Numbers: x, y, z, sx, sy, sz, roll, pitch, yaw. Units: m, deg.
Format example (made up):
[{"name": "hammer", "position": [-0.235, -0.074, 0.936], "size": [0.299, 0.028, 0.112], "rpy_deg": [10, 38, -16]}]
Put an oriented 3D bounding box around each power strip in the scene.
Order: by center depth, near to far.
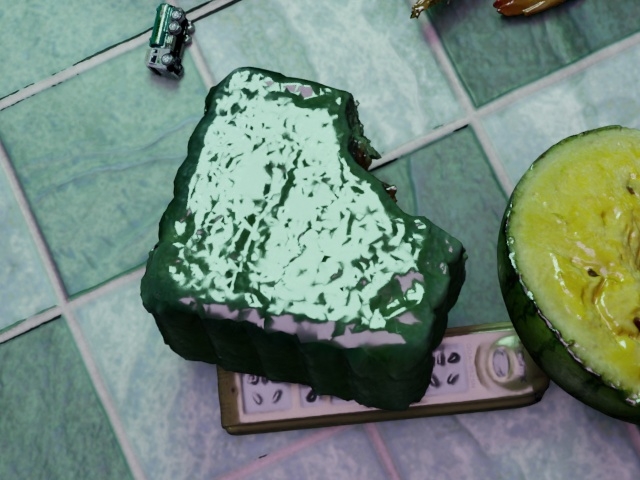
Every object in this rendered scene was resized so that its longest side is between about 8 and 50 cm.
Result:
[{"name": "power strip", "position": [0.083, 0.144, 1.745], "size": [0.387, 0.066, 0.092], "rpy_deg": [-6, 79, 3]}]

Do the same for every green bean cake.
[{"name": "green bean cake", "position": [0.000, 0.000, 1.701], "size": [0.307, 0.169, 0.300], "rpy_deg": [14, 66, 13]}]

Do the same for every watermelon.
[{"name": "watermelon", "position": [0.317, 0.066, 1.672], "size": [0.330, 0.189, 0.331], "rpy_deg": [6, 55, -8]}]

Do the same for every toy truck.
[{"name": "toy truck", "position": [-0.173, -0.226, 1.863], "size": [0.044, 0.039, 0.083], "rpy_deg": [6, 76, 23]}]

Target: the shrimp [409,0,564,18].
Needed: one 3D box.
[{"name": "shrimp", "position": [0.206, -0.313, 1.842], "size": [0.248, 0.068, 0.150], "rpy_deg": [-29, 82, -8]}]
